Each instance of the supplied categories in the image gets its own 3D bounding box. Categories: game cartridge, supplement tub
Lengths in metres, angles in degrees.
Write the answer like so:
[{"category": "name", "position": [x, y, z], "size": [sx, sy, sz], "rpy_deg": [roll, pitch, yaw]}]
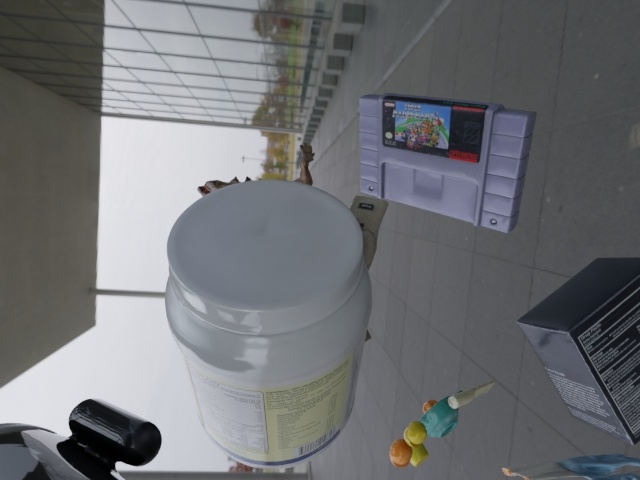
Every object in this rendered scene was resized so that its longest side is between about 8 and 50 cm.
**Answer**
[{"category": "game cartridge", "position": [0.226, -0.168, 0.858], "size": [0.354, 0.068, 0.230], "rpy_deg": [22, 133, 38]}, {"category": "supplement tub", "position": [-0.060, 0.113, 0.541], "size": [0.236, 0.235, 0.325], "rpy_deg": [-92, 4, -48]}]

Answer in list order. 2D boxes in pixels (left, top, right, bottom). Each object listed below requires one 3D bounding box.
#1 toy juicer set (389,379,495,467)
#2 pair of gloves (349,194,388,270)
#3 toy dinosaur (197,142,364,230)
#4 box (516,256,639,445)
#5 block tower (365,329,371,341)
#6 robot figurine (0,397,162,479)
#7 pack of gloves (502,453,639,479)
[{"category": "toy juicer set", "position": [0.290, 0.456, 1.108], "size": [0.329, 0.209, 0.089], "rpy_deg": [-52, 50, 12]}, {"category": "pair of gloves", "position": [0.000, 0.000, 0.835], "size": [0.042, 0.239, 0.204], "rpy_deg": [56, -133, -55]}, {"category": "toy dinosaur", "position": [-0.056, -0.028, 0.752], "size": [0.200, 0.296, 0.127], "rpy_deg": [-29, 12, 50]}, {"category": "box", "position": [0.682, 0.235, 0.994], "size": [0.294, 0.296, 0.182], "rpy_deg": [59, 168, -5]}, {"category": "block tower", "position": [-0.009, 0.285, 1.161], "size": [0.335, 0.097, 0.091], "rpy_deg": [-35, 76, 42]}, {"category": "robot figurine", "position": [-0.229, 0.245, 0.316], "size": [0.209, 0.278, 0.174], "rpy_deg": [-7, -80, -53]}, {"category": "pack of gloves", "position": [0.443, 0.381, 0.664], "size": [0.195, 0.231, 0.046], "rpy_deg": [112, 153, -73]}]
